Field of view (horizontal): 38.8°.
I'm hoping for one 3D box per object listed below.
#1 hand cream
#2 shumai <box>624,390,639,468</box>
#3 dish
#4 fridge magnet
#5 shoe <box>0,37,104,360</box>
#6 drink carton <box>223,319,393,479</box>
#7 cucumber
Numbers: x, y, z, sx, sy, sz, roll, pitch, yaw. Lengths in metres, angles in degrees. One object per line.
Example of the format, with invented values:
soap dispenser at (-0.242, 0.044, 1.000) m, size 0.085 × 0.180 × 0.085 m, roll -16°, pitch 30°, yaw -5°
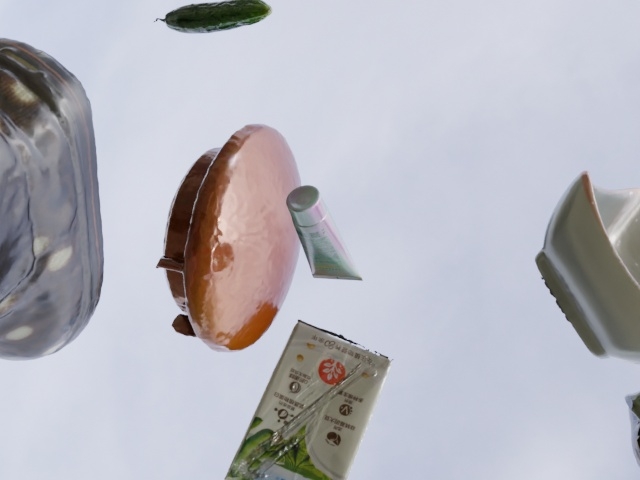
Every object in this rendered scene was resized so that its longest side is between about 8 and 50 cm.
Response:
hand cream at (0.000, 0.000, 1.214) m, size 0.076 × 0.174 × 0.047 m, roll 3°, pitch -128°, yaw 24°
shumai at (0.556, 0.243, 1.237) m, size 0.222 × 0.204 × 0.271 m, roll -89°, pitch -162°, yaw -45°
dish at (0.241, 0.033, 0.714) m, size 0.077 × 0.212 × 0.151 m, roll -36°, pitch -108°, yaw 25°
fridge magnet at (-0.126, -0.005, 1.430) m, size 0.155 × 0.364 × 0.363 m, roll 11°, pitch -94°, yaw 20°
shoe at (-0.330, 0.017, 0.848) m, size 0.171 × 0.237 × 0.384 m, roll 30°, pitch -44°, yaw 12°
drink carton at (-0.022, 0.327, 1.591) m, size 0.194 × 0.132 × 0.324 m, roll 22°, pitch -123°, yaw 4°
cucumber at (-0.125, -0.267, 1.087) m, size 0.168 × 0.039 × 0.039 m, roll 1°, pitch -101°, yaw 29°
